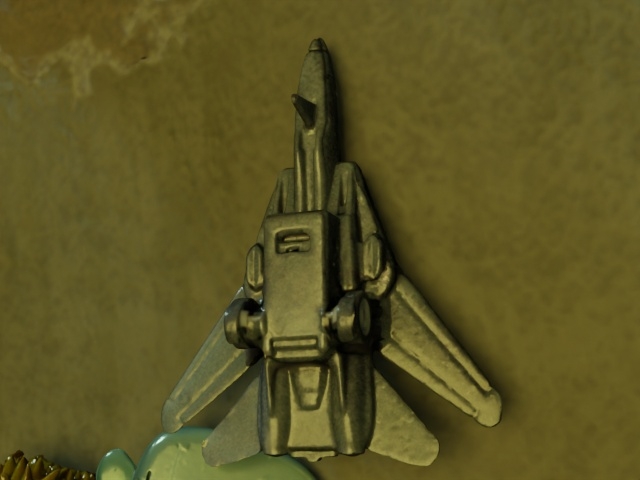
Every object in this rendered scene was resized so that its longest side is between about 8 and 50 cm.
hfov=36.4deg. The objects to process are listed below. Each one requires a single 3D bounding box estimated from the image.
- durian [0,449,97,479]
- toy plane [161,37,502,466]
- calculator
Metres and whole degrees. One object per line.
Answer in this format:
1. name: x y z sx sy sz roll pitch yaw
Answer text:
1. durian: -0.217 0.250 0.629 0.250 0.138 0.183 -42 62 7
2. toy plane: -0.004 -0.002 0.582 0.212 0.088 0.267 -4 82 18
3. calculator: -0.069 0.166 0.606 0.153 0.021 0.095 13 72 5
